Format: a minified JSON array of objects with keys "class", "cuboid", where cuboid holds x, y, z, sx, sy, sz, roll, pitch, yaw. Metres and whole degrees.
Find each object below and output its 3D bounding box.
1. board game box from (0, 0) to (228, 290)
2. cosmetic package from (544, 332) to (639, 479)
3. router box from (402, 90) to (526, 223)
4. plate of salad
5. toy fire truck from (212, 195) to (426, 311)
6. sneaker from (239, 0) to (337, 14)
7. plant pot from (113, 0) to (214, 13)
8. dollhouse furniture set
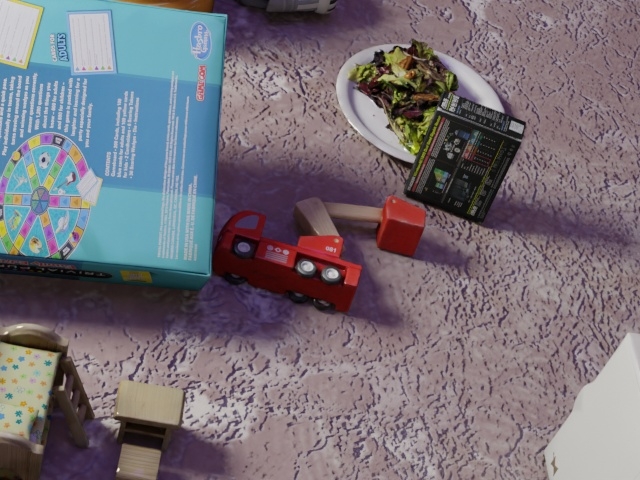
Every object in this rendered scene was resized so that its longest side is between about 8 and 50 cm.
[{"class":"board game box","cuboid":[-0.262,-0.098,1.153,0.336,0.079,0.254,6,76,-12]},{"class":"cosmetic package","cuboid":[0.403,0.205,1.081,0.365,0.197,0.155,5,49,-11]},{"class":"router box","cuboid":[0.147,-0.085,1.306,0.092,0.122,0.038,21,43,1]},{"class":"plate of salad","cuboid":[0.116,-0.160,1.414,0.200,0.048,0.200,8,48,-9]},{"class":"toy fire truck","cuboid":[0.000,0.000,1.237,0.192,0.047,0.135,16,47,-1]},{"class":"sneaker","cuboid":[-0.076,-0.356,1.505,0.132,0.086,0.229,-13,56,-24]},{"class":"plant pot","cuboid":[-0.204,-0.343,1.380,0.205,0.188,0.205,9,48,-10]},{"class":"dollhouse furniture set","cuboid":[-0.193,0.175,0.986,0.161,0.101,0.182,10,48,-8]}]
